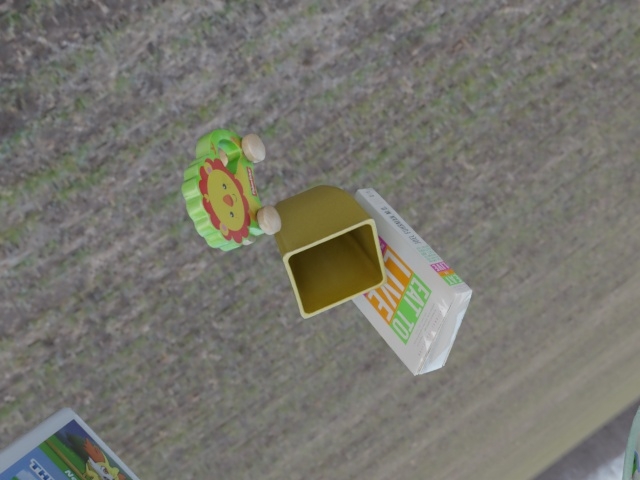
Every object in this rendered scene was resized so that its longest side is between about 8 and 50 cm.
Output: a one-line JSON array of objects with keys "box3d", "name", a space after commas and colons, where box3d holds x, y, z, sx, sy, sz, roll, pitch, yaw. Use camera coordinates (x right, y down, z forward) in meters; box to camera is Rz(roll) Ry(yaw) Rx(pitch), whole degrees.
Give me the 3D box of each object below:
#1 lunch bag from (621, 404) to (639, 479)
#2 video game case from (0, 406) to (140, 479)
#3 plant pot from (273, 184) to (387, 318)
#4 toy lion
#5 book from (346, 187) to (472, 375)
[{"box3d": [0.431, 0.264, 0.987, 0.160, 0.262, 0.223, 23, 165, -36], "name": "lunch bag"}, {"box3d": [-0.092, 0.255, 0.538, 0.036, 0.329, 0.300, -45, 179, 9], "name": "video game case"}, {"box3d": [0.000, 0.000, 0.839, 0.081, 0.083, 0.081, -23, 134, -7], "name": "plant pot"}, {"box3d": [-0.073, -0.040, 0.745, 0.034, 0.100, 0.096, -21, 162, 26], "name": "toy lion"}, {"box3d": [0.068, 0.034, 0.863, 0.035, 0.144, 0.096, -12, 135, -35], "name": "book"}]
